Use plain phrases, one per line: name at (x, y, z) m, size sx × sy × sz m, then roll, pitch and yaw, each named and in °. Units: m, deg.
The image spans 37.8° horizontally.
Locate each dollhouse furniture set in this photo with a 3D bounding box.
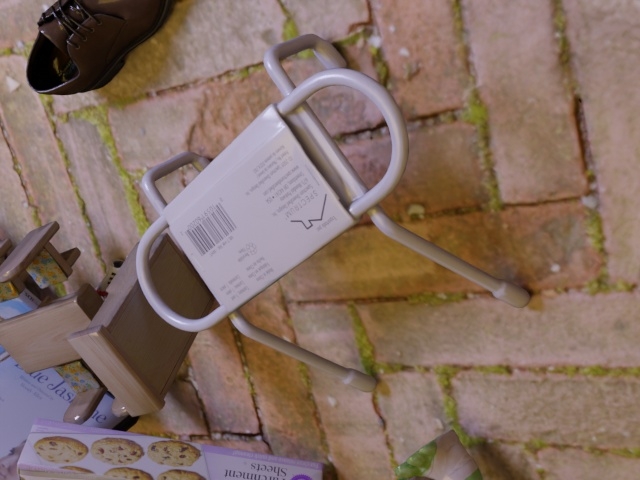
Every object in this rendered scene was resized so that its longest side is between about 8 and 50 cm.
dollhouse furniture set at (-0.258, 0.106, 0.993) m, size 0.242 × 0.161 × 0.212 m, roll -18°, pitch 120°, yaw 29°

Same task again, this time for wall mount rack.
wall mount rack at (0.000, 0.000, 0.842) m, size 0.350 × 0.130 × 0.304 m, roll -36°, pitch 88°, yaw 39°

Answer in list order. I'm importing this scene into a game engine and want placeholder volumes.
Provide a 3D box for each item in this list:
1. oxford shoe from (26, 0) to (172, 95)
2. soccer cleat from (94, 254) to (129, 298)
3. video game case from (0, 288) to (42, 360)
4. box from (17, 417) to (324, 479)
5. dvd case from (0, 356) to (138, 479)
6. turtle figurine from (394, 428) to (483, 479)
oxford shoe at (-0.209, -0.210, 0.877) m, size 0.083 × 0.096 × 0.227 m, roll 47°, pitch 127°, yaw 5°
soccer cleat at (-0.233, 0.041, 1.064) m, size 0.083 × 0.029 × 0.036 m, roll -24°, pitch 88°, yaw 37°
video game case at (-0.455, 0.076, 1.155) m, size 0.212 × 0.023 × 0.193 m, roll -31°, pitch 112°, yaw 36°
box at (-0.160, 0.258, 1.016) m, size 0.324 × 0.067 × 0.063 m, roll 10°, pitch 132°, yaw -1°
dvd case at (-0.358, 0.224, 1.089) m, size 0.180 × 0.253 × 0.022 m, roll 28°, pitch 122°, yaw 17°
turtle figurine at (0.137, 0.333, 0.852) m, size 0.274 × 0.198 × 0.266 m, roll -39°, pitch 68°, yaw -1°
